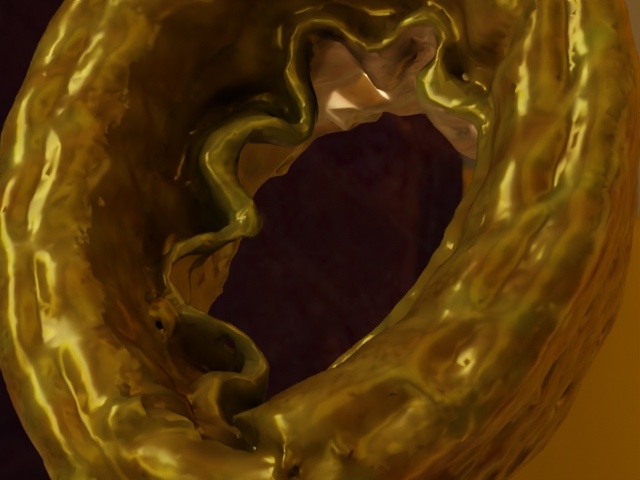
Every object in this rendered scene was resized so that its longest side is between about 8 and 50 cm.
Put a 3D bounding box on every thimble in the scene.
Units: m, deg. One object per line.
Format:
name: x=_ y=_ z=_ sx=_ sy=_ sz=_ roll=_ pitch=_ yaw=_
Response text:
thimble: x=0.006 y=-0.004 z=0.443 sx=0.196 sy=0.229 sz=0.148 roll=0 pitch=-22 yaw=12
